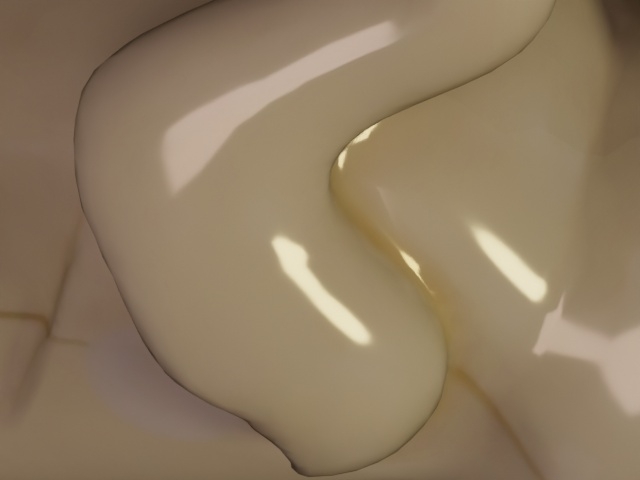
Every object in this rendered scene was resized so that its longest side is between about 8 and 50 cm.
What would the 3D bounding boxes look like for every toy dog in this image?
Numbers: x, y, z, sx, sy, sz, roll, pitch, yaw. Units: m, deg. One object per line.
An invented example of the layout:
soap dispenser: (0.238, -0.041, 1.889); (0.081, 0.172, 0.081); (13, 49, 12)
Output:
toy dog: (0.000, 0.000, 0.583); (0.407, 0.284, 0.395); (16, 124, 7)
